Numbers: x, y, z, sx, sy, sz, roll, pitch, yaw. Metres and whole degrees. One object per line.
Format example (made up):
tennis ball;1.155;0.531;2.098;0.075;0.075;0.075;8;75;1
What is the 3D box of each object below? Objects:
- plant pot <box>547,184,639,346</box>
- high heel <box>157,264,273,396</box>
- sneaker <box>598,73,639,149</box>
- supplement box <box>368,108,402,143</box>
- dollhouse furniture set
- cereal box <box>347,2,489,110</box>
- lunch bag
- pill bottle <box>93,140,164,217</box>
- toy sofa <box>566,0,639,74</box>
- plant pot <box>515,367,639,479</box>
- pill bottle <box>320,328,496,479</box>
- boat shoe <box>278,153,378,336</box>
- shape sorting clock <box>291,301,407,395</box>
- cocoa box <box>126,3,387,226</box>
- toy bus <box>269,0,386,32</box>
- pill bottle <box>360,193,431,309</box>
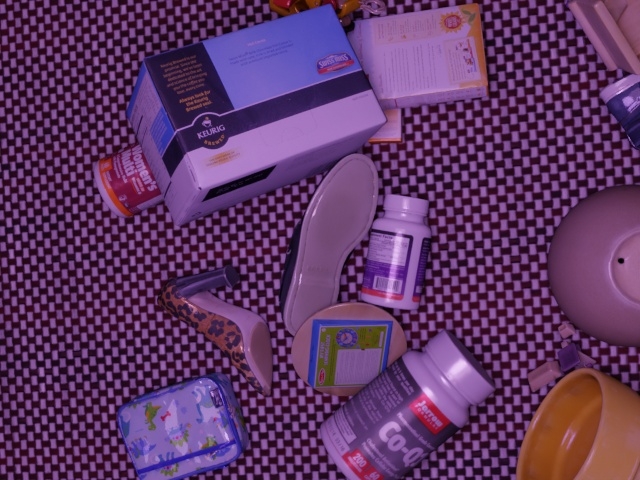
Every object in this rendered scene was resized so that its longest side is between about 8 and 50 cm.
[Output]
plant pot;0.527;0.043;1.485;0.284;0.191;0.284;0;90;9
high heel;-0.195;0.179;1.682;0.186;0.093;0.261;-15;100;32
sneaker;0.609;-0.236;1.514;0.226;0.086;0.163;-31;74;20
supplement box;0.117;-0.226;1.634;0.062;0.036;0.098;0;90;10
dollhouse furniture set;0.423;0.219;1.594;0.081;0.091;0.114;31;124;-30
cereal box;0.169;-0.321;1.596;0.240;0.047;0.173;-6;69;11
lunch bag;-0.251;0.351;1.672;0.219;0.090;0.176;-18;89;10
pill bottle;-0.293;-0.136;1.663;0.221;0.121;0.121;-24;86;9
toy sofa;0.604;-0.449;1.512;0.362;0.177;0.150;-37;108;7
plant pot;0.487;0.371;1.476;0.239;0.254;0.254;28;95;-7
pill bottle;0.152;0.294;1.562;0.283;0.161;0.161;-42;83;8
boat shoe;0.004;0.001;1.618;0.127;0.113;0.340;10;101;-22
shape sorting clock;0.050;0.194;1.603;0.206;0.040;0.206;-4;122;-7
cocoa box;-0.114;-0.208;1.509;0.347;0.231;0.228;-22;84;-23
toy bus;0.006;-0.417;1.602;0.191;0.104;0.202;0;45;-7
pill bottle;0.137;0.019;1.594;0.108;0.108;0.193;10;91;10
